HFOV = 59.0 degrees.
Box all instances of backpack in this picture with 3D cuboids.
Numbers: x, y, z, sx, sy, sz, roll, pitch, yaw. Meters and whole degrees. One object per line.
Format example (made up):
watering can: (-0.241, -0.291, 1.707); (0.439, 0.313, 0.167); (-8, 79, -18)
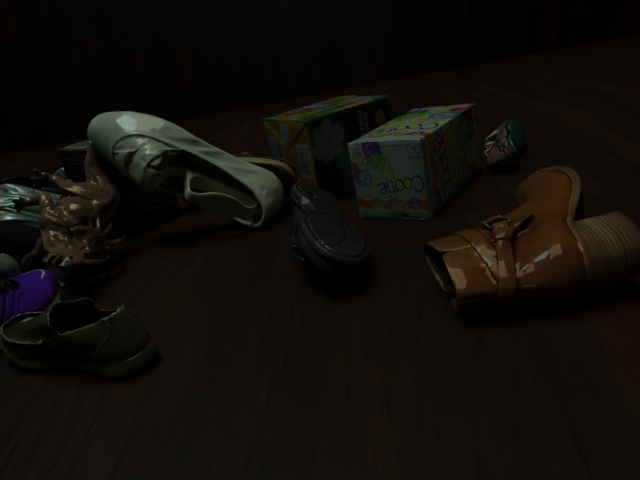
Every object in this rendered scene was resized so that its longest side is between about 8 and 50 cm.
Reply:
backpack: (-0.571, -0.050, 1.139); (0.181, 0.115, 0.152); (15, -38, -31)

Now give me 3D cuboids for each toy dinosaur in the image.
toy dinosaur: (-0.422, -0.042, 1.016); (0.200, 0.127, 0.296); (7, 52, 11)

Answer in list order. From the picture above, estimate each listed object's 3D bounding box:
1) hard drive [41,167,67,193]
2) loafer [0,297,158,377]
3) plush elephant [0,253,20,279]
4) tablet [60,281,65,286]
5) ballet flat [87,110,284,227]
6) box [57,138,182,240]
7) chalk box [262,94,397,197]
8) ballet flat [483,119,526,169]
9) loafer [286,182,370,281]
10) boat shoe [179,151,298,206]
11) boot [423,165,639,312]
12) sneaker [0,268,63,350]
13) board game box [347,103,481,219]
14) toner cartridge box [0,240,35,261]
hard drive: (-0.605, -0.149, 1.452); (0.233, 0.047, 0.353); (-39, 10, 24)
loafer: (-0.317, 0.110, 0.724); (0.250, 0.088, 0.094); (-1, 23, 25)
plush elephant: (-0.722, 0.014, 0.935); (0.330, 0.272, 0.255); (-40, 54, -8)
tablet: (-0.494, 0.083, 1.003); (0.083, 0.006, 0.054); (8, 29, 44)
ballet flat: (-0.260, -0.130, 1.071); (0.399, 0.139, 0.139); (21, 19, -8)
box: (-0.437, -0.128, 1.242); (0.168, 0.203, 0.167); (11, 30, 44)
chalk box: (0.051, -0.216, 1.251); (0.288, 0.181, 0.179); (-23, 24, -30)
ballet flat: (0.385, -0.201, 1.198); (0.079, 0.077, 0.221); (-22, 14, 31)
loafer: (0.000, 0.000, 0.877); (0.108, 0.095, 0.303); (15, 20, -16)
boat shoe: (-0.180, -0.151, 1.252); (0.341, 0.123, 0.123); (-3, 41, 38)
boot: (0.241, -0.001, 0.729); (0.219, 0.109, 0.283); (-15, 28, 3)
sneaker: (-0.489, 0.085, 0.799); (0.102, 0.146, 0.293); (-4, 22, 18)
board game box: (0.187, -0.156, 1.068); (0.144, 0.142, 0.275); (3, 25, 33)
toner cartridge box: (-0.775, 0.001, 1.268); (0.347, 0.075, 0.165); (1, 25, 30)
